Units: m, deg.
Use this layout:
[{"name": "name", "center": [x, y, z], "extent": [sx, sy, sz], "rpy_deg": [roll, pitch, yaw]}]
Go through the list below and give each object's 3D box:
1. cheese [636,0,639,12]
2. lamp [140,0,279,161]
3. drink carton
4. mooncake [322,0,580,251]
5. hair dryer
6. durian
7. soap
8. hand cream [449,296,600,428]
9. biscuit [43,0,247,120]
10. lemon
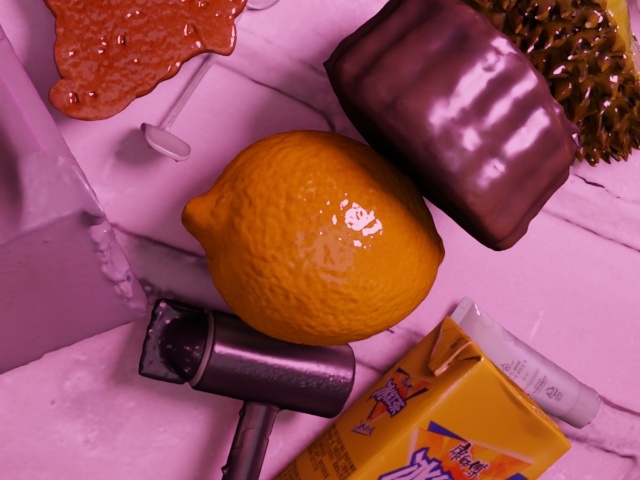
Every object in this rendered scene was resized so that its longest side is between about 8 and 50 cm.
[{"name": "cheese", "center": [0.374, -0.258, 0.887], "extent": [0.227, 0.064, 0.137], "rpy_deg": [-24, 108, -32]}, {"name": "lamp", "center": [-0.088, -0.160, 0.798], "extent": [0.050, 0.056, 0.198], "rpy_deg": [31, 91, -21]}, {"name": "drink carton", "center": [0.059, 0.254, 0.914], "extent": [0.351, 0.111, 0.154], "rpy_deg": [-44, 113, 5]}, {"name": "mooncake", "center": [0.113, -0.103, 0.787], "extent": [0.124, 0.228, 0.228], "rpy_deg": [-45, 114, 0]}, {"name": "hair dryer", "center": [-0.091, 0.194, 0.863], "extent": [0.196, 0.078, 0.248], "rpy_deg": [15, 87, -21]}, {"name": "durian", "center": [0.224, -0.206, 0.881], "extent": [0.355, 0.158, 0.169], "rpy_deg": [56, 48, -24]}, {"name": "soap", "center": [-0.284, -0.062, 0.763], "extent": [0.159, 0.257, 0.302], "rpy_deg": [-28, 68, -9]}, {"name": "hand cream", "center": [0.210, 0.138, 0.989], "extent": [0.205, 0.050, 0.078], "rpy_deg": [31, 99, -19]}, {"name": "biscuit", "center": [-0.140, -0.223, 0.756], "extent": [0.183, 0.043, 0.280], "rpy_deg": [27, 85, -16]}, {"name": "lemon", "center": [0.000, 0.000, 0.801], "extent": [0.244, 0.187, 0.186], "rpy_deg": [13, 101, -22]}]
